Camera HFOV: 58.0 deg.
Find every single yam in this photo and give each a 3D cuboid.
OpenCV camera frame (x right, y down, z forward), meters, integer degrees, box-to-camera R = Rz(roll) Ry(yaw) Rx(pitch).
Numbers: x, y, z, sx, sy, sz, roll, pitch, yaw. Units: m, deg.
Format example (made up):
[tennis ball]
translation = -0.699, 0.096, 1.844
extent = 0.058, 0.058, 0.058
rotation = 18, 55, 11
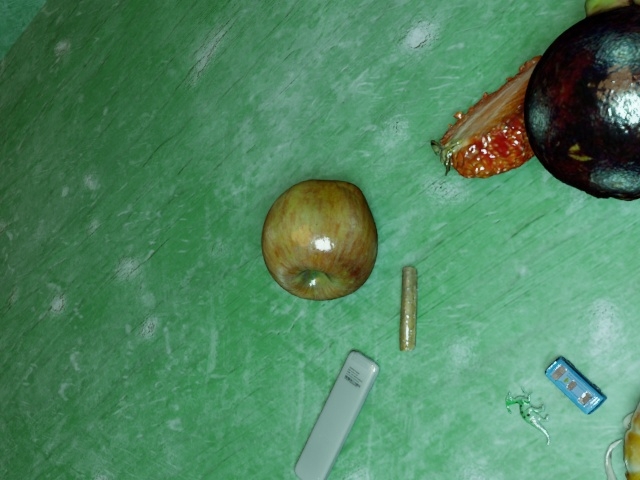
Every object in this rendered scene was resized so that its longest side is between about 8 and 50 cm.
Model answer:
[yam]
translation = 0.152, 0.118, 0.996
extent = 0.032, 0.032, 0.145
rotation = -5, 75, 34

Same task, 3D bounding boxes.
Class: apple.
[apple]
translation = 0.000, 0.000, 1.026
extent = 0.211, 0.211, 0.187
rotation = -23, 40, 29

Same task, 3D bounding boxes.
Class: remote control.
[remote control]
translation = 0.030, 0.323, 1.036
extent = 0.067, 0.029, 0.260
rotation = 29, 98, 36

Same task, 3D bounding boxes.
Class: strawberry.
[strawberry]
translation = 0.305, -0.178, 0.928
extent = 0.236, 0.106, 0.175
rotation = -32, 26, 24

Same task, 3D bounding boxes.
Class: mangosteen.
[mangosteen]
translation = 0.405, -0.191, 0.741
extent = 0.288, 0.288, 0.287
rotation = -9, 74, 33

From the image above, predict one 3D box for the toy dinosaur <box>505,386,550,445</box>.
[toy dinosaur]
translation = 0.307, 0.261, 0.861
extent = 0.062, 0.021, 0.083
rotation = -13, 67, 39

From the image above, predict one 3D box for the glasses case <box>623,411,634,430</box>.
[glasses case]
translation = 0.441, 0.267, 0.766
extent = 0.032, 0.021, 0.083
rotation = -48, 57, 18

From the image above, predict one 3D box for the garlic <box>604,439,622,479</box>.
[garlic]
translation = 0.371, 0.410, 0.747
extent = 0.148, 0.128, 0.266
rotation = 39, 91, 23

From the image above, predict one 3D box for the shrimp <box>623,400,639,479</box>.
[shrimp]
translation = 0.480, 0.210, 0.675
extent = 0.164, 0.062, 0.316
rotation = 44, 117, 34

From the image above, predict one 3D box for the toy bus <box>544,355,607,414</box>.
[toy bus]
translation = 0.361, 0.205, 0.821
extent = 0.038, 0.046, 0.083
rotation = -51, 57, 14
